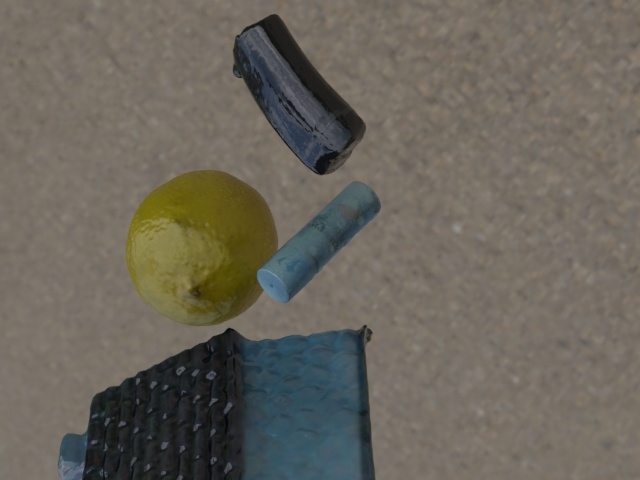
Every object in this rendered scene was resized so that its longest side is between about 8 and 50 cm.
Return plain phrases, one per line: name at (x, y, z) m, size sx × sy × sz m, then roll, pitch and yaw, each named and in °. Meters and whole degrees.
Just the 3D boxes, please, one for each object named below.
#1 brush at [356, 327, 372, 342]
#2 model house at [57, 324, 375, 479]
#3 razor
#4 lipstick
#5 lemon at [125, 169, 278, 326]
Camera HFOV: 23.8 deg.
brush at (-0.056, 0.154, 1.711) m, size 0.043 × 0.248 × 0.036 m, roll 128°, pitch 123°, yaw -82°
model house at (-0.107, 0.302, 1.555) m, size 0.339 × 0.360 × 0.297 m, roll -1°, pitch 129°, yaw -2°
razor at (-0.023, -0.132, 1.380) m, size 0.148 × 0.054 × 0.090 m, roll 52°, pitch 153°, yaw 7°
lipstick at (0.000, 0.000, 1.630) m, size 0.048 × 0.158 × 0.048 m, roll 33°, pitch 150°, yaw 23°
lemon at (-0.137, 0.006, 1.770) m, size 0.178 × 0.203 × 0.178 m, roll 3°, pitch 119°, yaw 5°
